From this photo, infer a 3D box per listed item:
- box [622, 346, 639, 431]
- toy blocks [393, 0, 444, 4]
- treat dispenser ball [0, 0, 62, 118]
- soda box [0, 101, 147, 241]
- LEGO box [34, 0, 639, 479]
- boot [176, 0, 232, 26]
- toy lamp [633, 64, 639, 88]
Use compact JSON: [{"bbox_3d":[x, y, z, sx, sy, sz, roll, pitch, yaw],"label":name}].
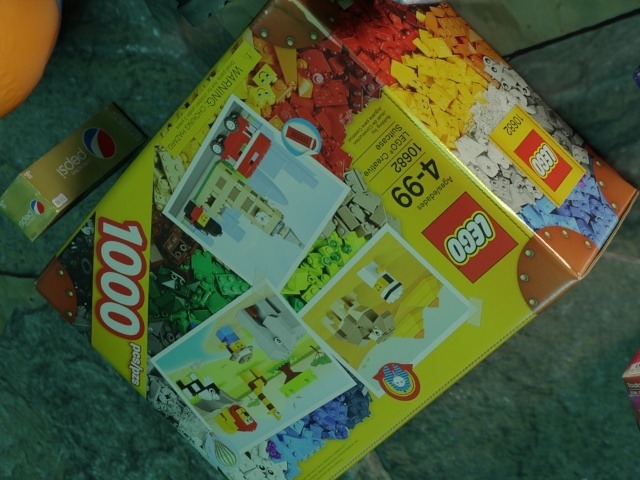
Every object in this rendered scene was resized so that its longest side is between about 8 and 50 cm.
[{"bbox_3d":[0.428,0.132,1.507,0.256,0.128,0.123,-10,112,34],"label":"box"},{"bbox_3d":[-0.022,-0.334,1.253,0.288,0.260,0.309,13,112,8],"label":"toy blocks"},{"bbox_3d":[-0.407,-0.243,1.654,0.288,0.288,0.288,14,123,22],"label":"treat dispenser ball"},{"bbox_3d":[-0.264,-0.075,1.741,0.058,0.181,0.061,46,130,-2],"label":"soda box"},{"bbox_3d":[0.000,0.000,1.630,0.372,0.193,0.500,45,129,0],"label":"LEGO box"},{"bbox_3d":[-0.136,-0.464,1.452,0.445,0.146,0.367,46,117,-9],"label":"boot"},{"bbox_3d":[0.397,-0.079,1.434,0.274,0.080,0.080,40,129,4],"label":"toy lamp"}]
